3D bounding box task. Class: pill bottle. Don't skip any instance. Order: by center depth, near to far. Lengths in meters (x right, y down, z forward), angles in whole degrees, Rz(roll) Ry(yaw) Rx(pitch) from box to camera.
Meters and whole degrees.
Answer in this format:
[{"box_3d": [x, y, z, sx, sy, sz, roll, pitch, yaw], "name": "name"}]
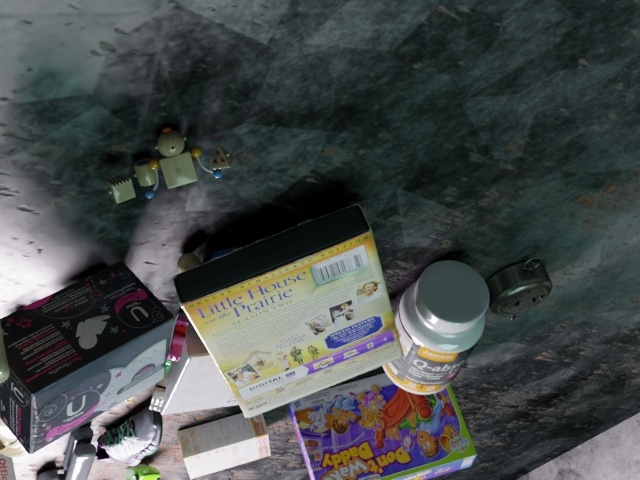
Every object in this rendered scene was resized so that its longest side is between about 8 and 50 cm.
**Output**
[{"box_3d": [0.214, 0.163, 2.066, 0.162, 0.162, 0.278, -11, 151, -16], "name": "pill bottle"}]

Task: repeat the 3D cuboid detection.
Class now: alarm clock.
[{"box_3d": [0.389, 0.086, 2.150, 0.129, 0.064, 0.192, -11, 148, -15], "name": "alarm clock"}]

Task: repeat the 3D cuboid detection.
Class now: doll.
[{"box_3d": [-0.144, 0.048, 1.763, 0.189, 0.046, 0.129, 6, 142, -39], "name": "doll"}]

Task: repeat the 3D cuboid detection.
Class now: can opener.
[{"box_3d": [-0.511, 0.466, 2.243, 0.093, 0.074, 0.280, -2, 147, -28], "name": "can opener"}]

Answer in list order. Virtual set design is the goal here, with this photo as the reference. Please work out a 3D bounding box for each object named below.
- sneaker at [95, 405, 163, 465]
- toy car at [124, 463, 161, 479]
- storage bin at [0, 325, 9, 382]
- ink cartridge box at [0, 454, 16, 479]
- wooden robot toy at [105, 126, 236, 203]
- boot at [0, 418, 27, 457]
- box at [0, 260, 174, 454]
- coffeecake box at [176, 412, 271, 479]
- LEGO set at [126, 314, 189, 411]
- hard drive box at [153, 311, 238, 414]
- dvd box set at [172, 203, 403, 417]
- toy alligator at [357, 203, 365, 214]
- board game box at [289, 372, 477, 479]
[{"box_3d": [-0.382, 0.392, 2.189, 0.098, 0.083, 0.223, 3, 145, -27], "name": "sneaker"}, {"box_3d": [-0.424, 0.549, 2.467, 0.239, 0.053, 0.225, 4, 143, -38], "name": "toy car"}, {"box_3d": [-0.543, 0.094, 1.369, 0.260, 0.262, 0.123, -22, 153, 5], "name": "storage bin"}, {"box_3d": [-0.685, 0.499, 2.108, 0.212, 0.154, 0.093, -2, 146, -27], "name": "ink cartridge box"}, {"box_3d": [-0.201, -0.112, 1.452, 0.173, 0.076, 0.079, -17, 117, -5], "name": "wooden robot toy"}, {"box_3d": [-0.571, 0.302, 1.901, 0.203, 0.095, 0.262, 12, 152, -33], "name": "boot"}, {"box_3d": [-0.359, 0.173, 1.641, 0.247, 0.142, 0.163, -27, 149, -34], "name": "box"}, {"box_3d": [-0.205, 0.438, 2.389, 0.185, 0.068, 0.142, -15, 151, -8], "name": "coffeecake box"}, {"box_3d": [-0.290, 0.221, 1.859, 0.087, 0.093, 0.227, 15, 138, -8], "name": "LEGO set"}, {"box_3d": [-0.186, 0.214, 1.985, 0.181, 0.089, 0.232, -4, 149, -26], "name": "hard drive box"}, {"box_3d": [-0.037, 0.129, 1.803, 0.308, 0.062, 0.420, -22, 146, -2], "name": "dvd box set"}, {"box_3d": [0.000, 0.000, 1.756, 0.051, 0.056, 0.189, 6, 140, -37], "name": "toy alligator"}, {"box_3d": [0.130, 0.413, 2.380, 0.347, 0.233, 0.078, -14, 152, -10], "name": "board game box"}]
